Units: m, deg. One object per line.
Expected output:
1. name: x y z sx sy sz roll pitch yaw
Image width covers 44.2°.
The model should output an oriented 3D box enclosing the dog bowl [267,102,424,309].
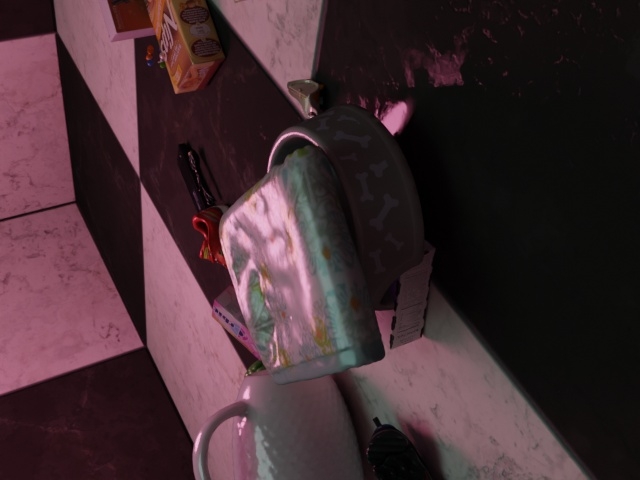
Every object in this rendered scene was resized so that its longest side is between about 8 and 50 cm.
1. dog bowl: 0.023 -0.040 1.271 0.349 0.102 0.348 39 136 51

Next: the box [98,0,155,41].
1. box: -0.459 -0.586 1.990 0.091 0.171 0.130 -2 104 64

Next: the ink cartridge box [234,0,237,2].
1. ink cartridge box: -0.161 -0.556 1.539 0.235 0.056 0.171 16 121 59

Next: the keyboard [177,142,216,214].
1. keyboard: -0.327 -0.129 2.178 0.317 0.033 0.201 65 160 15

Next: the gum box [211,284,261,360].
1. gum box: -0.191 0.205 1.987 0.188 0.062 0.107 41 151 9

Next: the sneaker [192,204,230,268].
1. sneaker: -0.246 0.037 2.012 0.279 0.118 0.107 59 152 27

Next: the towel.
1. towel: -0.045 0.059 1.244 0.374 0.090 0.320 -29 79 63

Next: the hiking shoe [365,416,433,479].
1. hiking shoe: 0.183 0.475 1.469 0.132 0.113 0.304 -48 -64 -84

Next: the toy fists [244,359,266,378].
1. toy fists: -0.108 0.376 1.976 0.279 0.096 0.142 13 116 63

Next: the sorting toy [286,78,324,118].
1. sorting toy: -0.019 -0.253 1.458 0.083 0.045 0.075 40 147 49

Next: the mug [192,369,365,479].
1. mug: -0.095 0.443 1.669 0.276 0.374 0.327 -15 82 54

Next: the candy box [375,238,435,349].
1. candy box: 0.111 0.058 1.350 0.165 0.070 0.196 46 143 44

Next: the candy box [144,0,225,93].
1. candy box: -0.335 -0.531 1.867 0.183 0.088 0.316 -29 79 64

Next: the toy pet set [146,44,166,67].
1. toy pet set: -0.381 -0.463 1.979 0.065 0.122 0.114 -38 52 56
